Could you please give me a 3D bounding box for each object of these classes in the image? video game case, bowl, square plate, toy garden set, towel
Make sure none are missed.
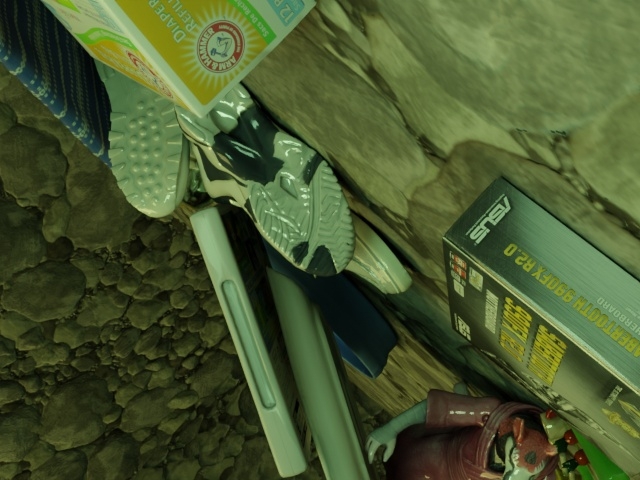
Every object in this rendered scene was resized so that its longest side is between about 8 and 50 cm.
[{"bbox_3d":[-0.072,0.096,1.145,0.329,0.036,0.300,-72,-36,-85],"label":"video game case"},{"bbox_3d":[-0.030,0.071,1.552,0.391,0.077,0.391,42,172,8],"label":"bowl"},{"bbox_3d":[0.021,0.224,1.214,0.344,0.049,0.347,65,-173,-73],"label":"square plate"},{"bbox_3d":[0.242,0.241,0.866,0.204,0.049,0.244,-103,-7,-63],"label":"toy garden set"},{"bbox_3d":[-0.284,-0.236,0.966,0.336,0.040,0.243,53,-161,-56],"label":"towel"}]

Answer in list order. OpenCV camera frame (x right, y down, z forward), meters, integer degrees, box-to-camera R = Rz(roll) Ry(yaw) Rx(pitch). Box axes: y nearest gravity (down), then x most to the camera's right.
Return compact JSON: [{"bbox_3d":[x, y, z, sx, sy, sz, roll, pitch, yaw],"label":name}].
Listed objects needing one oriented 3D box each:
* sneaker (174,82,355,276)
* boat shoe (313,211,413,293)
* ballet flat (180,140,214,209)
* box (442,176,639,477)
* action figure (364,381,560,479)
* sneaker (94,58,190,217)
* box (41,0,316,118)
[{"bbox_3d":[-0.055,-0.057,0.957,0.235,0.094,0.153,43,173,3],"label":"sneaker"},{"bbox_3d":[-0.001,-0.001,1.019,0.227,0.081,0.079,39,171,28],"label":"boat shoe"},{"bbox_3d":[-0.212,-0.127,1.353,0.123,0.123,0.348,41,171,14],"label":"ballet flat"},{"bbox_3d":[0.172,0.071,0.644,0.183,0.056,0.231,41,172,19],"label":"box"},{"bbox_3d":[0.213,0.280,1.141,0.248,0.275,0.370,55,150,12],"label":"action figure"},{"bbox_3d":[-0.176,-0.125,1.016,0.095,0.090,0.235,49,-155,-62],"label":"sneaker"},{"bbox_3d":[-0.114,-0.173,0.605,0.114,0.103,0.203,50,170,-37],"label":"box"}]
